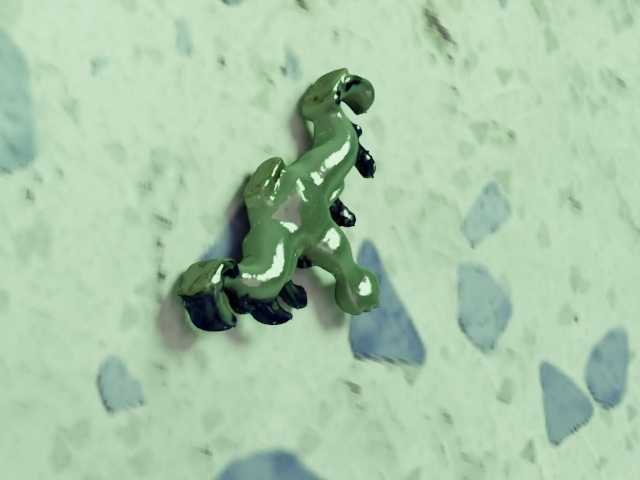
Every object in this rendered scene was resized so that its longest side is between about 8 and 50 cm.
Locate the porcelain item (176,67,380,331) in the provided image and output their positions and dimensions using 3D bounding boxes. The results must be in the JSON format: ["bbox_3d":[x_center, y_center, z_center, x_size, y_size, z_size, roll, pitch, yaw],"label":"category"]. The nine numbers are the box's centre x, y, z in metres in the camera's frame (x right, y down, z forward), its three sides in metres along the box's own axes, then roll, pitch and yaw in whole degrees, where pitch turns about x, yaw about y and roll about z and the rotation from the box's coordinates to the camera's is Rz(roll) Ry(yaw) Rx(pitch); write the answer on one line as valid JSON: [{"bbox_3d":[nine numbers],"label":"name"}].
[{"bbox_3d":[0.000,0.000,0.719,0.075,0.021,0.136,50,50,-23],"label":"porcelain item"}]
